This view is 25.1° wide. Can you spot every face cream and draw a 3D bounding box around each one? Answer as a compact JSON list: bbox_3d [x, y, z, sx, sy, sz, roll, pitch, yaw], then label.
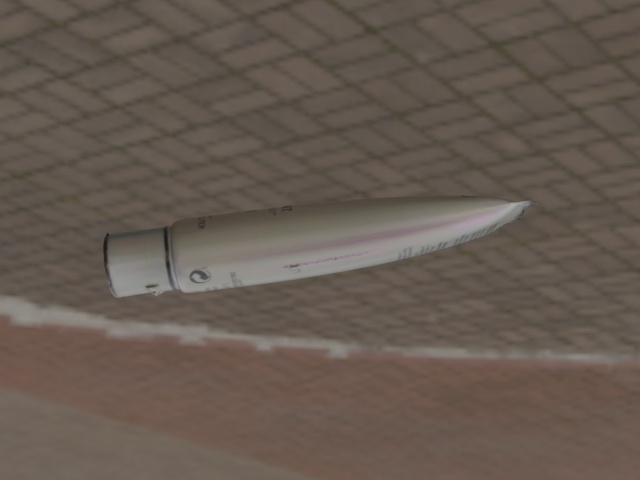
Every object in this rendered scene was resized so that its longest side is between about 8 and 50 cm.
[{"bbox_3d":[0.000,0.000,0.387,0.115,0.020,0.038,-7,172,0],"label":"face cream"}]
